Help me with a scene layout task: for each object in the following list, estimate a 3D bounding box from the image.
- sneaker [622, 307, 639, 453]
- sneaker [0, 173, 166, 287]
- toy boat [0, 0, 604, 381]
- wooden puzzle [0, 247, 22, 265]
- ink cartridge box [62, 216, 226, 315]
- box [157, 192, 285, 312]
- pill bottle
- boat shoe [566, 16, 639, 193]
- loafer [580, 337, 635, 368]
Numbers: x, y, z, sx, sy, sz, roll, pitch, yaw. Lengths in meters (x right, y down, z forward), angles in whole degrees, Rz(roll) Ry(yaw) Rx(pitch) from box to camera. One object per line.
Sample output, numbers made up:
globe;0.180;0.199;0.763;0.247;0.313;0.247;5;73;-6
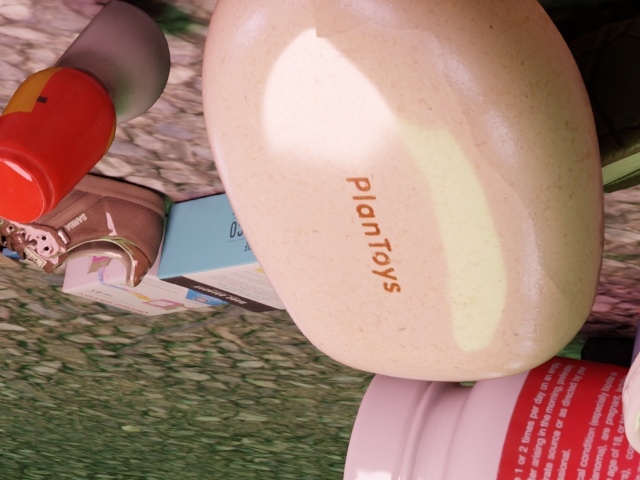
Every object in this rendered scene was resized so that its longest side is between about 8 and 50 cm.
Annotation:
sneaker;0.262;-0.032;0.893;0.131;0.148;0.350;29;130;-13
sneaker;-0.205;-0.016;1.311;0.188;0.071;0.066;10;164;-10
toy boat;-0.014;-0.062;0.908;0.318;0.148;0.267;5;130;23
wooden puzzle;-0.300;0.007;1.554;0.116;0.014;0.078;5;168;12
ink cartridge box;-0.133;0.022;1.446;0.088;0.052;0.122;19;162;-36
box;0.000;0.000;1.287;0.100;0.060;0.244;21;160;-38
pill bottle;0.234;0.213;1.441;0.407;0.229;0.229;9;166;19
boat shoe;0.120;-0.052;0.990;0.095;0.095;0.257;3;172;-41
loafer;0.269;0.148;1.646;0.076;0.078;0.223;3;164;19
